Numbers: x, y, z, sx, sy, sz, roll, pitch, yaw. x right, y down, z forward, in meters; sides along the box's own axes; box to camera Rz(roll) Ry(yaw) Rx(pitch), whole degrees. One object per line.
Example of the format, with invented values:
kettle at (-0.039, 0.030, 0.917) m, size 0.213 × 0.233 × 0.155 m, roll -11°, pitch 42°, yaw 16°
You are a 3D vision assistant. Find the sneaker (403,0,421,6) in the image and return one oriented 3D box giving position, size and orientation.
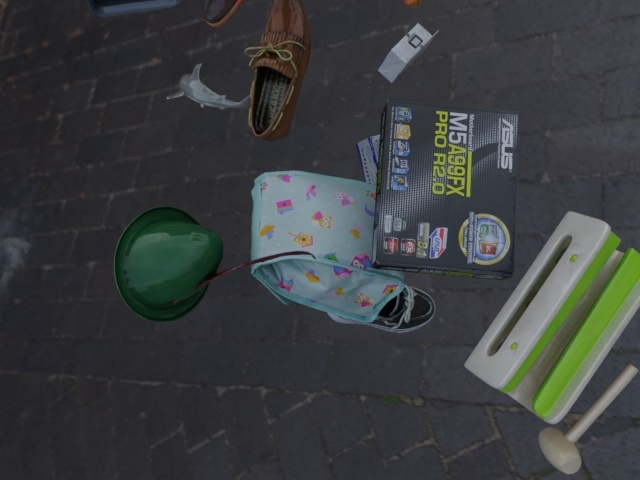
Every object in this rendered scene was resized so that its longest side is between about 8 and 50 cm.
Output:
sneaker at (0.291, -0.746, 2.255) m, size 0.064 × 0.067 × 0.175 m, roll -7°, pitch 29°, yaw 20°

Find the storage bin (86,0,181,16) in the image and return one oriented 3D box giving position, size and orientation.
storage bin at (-0.284, -0.402, 1.086) m, size 0.135 × 0.098 × 0.091 m, roll -12°, pitch 77°, yaw -7°

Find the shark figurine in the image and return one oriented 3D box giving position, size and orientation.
shark figurine at (-0.312, -0.431, 2.049) m, size 0.278 × 0.166 × 0.116 m, roll 25°, pitch 120°, yaw 25°

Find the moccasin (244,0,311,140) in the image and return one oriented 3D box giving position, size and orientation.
moccasin at (-0.120, -0.454, 1.927) m, size 0.139 × 0.147 × 0.380 m, roll 20°, pitch 101°, yaw 15°

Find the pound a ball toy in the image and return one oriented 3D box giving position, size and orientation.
pound a ball toy at (0.353, 0.146, 1.069) m, size 0.319 × 0.208 × 0.136 m, roll -56°, pitch 22°, yaw 1°

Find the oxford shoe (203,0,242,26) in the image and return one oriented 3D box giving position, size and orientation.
oxford shoe at (-0.213, -0.615, 1.643) m, size 0.097 × 0.098 × 0.271 m, roll 32°, pitch 107°, yaw 27°

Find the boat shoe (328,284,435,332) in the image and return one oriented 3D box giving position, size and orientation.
boat shoe at (0.159, 0.139, 1.631) m, size 0.105 × 0.306 × 0.113 m, roll -18°, pitch 64°, yaw 50°

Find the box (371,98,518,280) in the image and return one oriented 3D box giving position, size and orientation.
box at (0.198, -0.080, 1.165) m, size 0.216 × 0.060 × 0.270 m, roll 6°, pitch 80°, yaw -3°

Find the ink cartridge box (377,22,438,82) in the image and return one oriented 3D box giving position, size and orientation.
ink cartridge box at (0.250, -0.542, 2.091) m, size 0.180 × 0.060 × 0.104 m, roll -49°, pitch 0°, yaw -29°

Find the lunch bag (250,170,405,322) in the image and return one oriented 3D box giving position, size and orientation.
lunch bag at (0.000, 0.000, 1.285) m, size 0.160 × 0.262 × 0.223 m, roll 123°, pitch 154°, yaw -46°

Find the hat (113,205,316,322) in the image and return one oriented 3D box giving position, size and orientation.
hat at (-0.164, 0.023, 1.063) m, size 0.184 × 0.173 × 0.208 m, roll -4°, pitch 33°, yaw 43°

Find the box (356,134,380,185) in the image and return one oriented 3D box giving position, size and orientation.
box at (0.135, -0.154, 1.519) m, size 0.072 × 0.137 × 0.126 m, roll -15°, pitch 93°, yaw -9°
